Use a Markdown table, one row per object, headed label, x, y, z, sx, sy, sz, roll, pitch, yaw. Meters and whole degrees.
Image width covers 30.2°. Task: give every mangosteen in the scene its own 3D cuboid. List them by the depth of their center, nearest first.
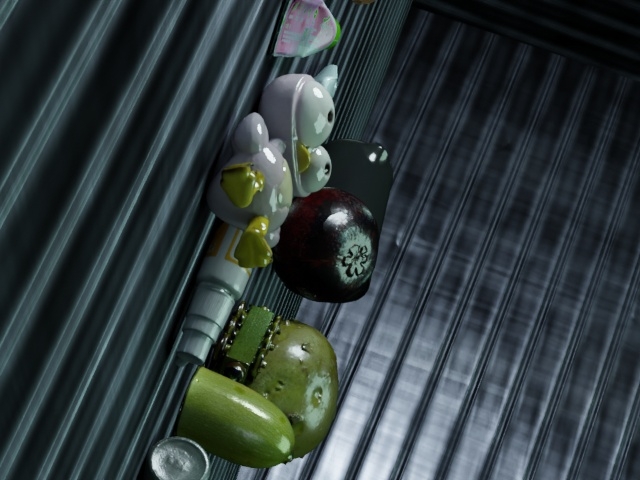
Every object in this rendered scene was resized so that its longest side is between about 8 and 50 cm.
| label | x | y | z | sx | sy | sz | roll | pitch | yaw |
| --- | --- | --- | --- | --- | --- | --- | --- | --- | --- |
| mangosteen | 0.002 | -0.001 | 2.218 | 0.216 | 0.216 | 0.216 | 19 | 90 | -87 |

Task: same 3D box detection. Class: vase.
| label | x | y | z | sx | sy | sz | roll | pitch | yaw |
| --- | --- | --- | --- | --- | --- | --- | --- | --- | --- |
| vase | -0.213 | 0.359 | 1.625 | 0.214 | 0.086 | 0.086 | 113 | 0 | -46 |

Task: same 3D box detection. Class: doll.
| label | x | y | z | sx | sy | sz | roll | pitch | yaw |
| --- | --- | --- | --- | --- | --- | --- | --- | --- | --- |
| doll | -0.052 | -0.093 | 1.405 | 0.365 | 0.094 | 0.160 | -55 | 141 | -61 |

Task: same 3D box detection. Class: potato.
| label | x | y | z | sx | sy | sz | roll | pitch | yaw |
| --- | --- | --- | --- | --- | --- | --- | --- | --- | --- |
| potato | -0.078 | 0.293 | 2.263 | 0.359 | 0.219 | 0.270 | 106 | -4 | -77 |

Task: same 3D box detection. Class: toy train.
| label | x | y | z | sx | sy | sz | roll | pitch | yaw |
| --- | --- | --- | --- | --- | --- | --- | --- | --- | --- |
| toy train | -0.130 | 0.194 | 1.949 | 0.225 | 0.090 | 0.137 | -64 | 176 | -65 |

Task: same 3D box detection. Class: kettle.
| label | x | y | z | sx | sy | sz | roll | pitch | yaw |
| --- | --- | --- | --- | --- | --- | --- | --- | --- | --- |
| kettle | 0.035 | -0.030 | 2.519 | 0.262 | 0.203 | 0.308 | 101 | 5 | -55 |

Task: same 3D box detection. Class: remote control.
| label | x | y | z | sx | sy | sz | roll | pitch | yaw |
| --- | --- | --- | --- | --- | --- | --- | --- | --- | --- |
| remote control | -0.005 | -0.232 | 1.937 | 0.293 | 0.051 | 0.103 | -74 | -177 | -78 |

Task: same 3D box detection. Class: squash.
| label | x | y | z | sx | sy | sz | roll | pitch | yaw |
| --- | --- | --- | --- | --- | --- | --- | --- | --- | --- |
| squash | -0.122 | 0.279 | 1.777 | 0.123 | 0.186 | 0.123 | -63 | 174 | -12 |

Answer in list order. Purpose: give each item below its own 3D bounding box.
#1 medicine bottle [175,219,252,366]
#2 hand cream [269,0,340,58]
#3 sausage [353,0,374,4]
| label | x | y | z | sx | sy | sz | roll | pitch | yaw |
| --- | --- | --- | --- | --- | --- | --- | --- | --- | --- |
| medicine bottle | -0.126 | 0.050 | 1.463 | 0.092 | 0.061 | 0.221 | -35 | -149 | 62 |
| hand cream | -0.021 | -0.273 | 1.527 | 0.275 | 0.050 | 0.079 | -33 | 117 | -76 |
| sausage | 0.084 | -0.462 | 1.763 | 0.289 | 0.086 | 0.086 | 106 | 4 | -62 |
